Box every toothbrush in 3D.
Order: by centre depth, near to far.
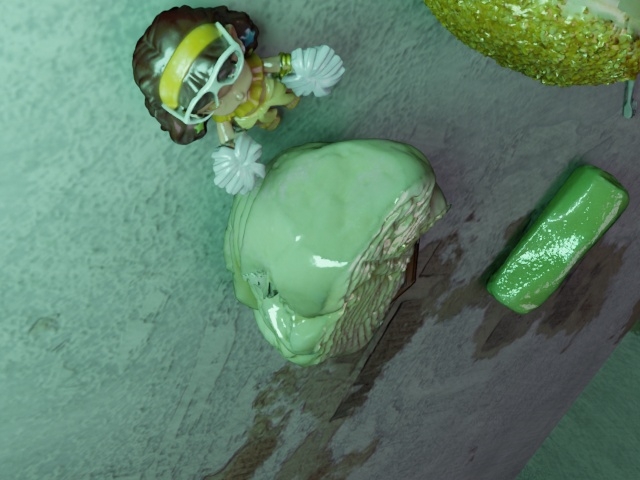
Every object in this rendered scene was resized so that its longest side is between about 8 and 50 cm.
[{"bbox_3d":[0.592,-0.323,1.414,0.024,0.021,0.288,-52,149,-12],"label":"toothbrush"}]

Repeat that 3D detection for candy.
[{"bbox_3d":[0.489,0.000,1.557,0.343,0.132,0.142,-52,-170,11],"label":"candy"}]

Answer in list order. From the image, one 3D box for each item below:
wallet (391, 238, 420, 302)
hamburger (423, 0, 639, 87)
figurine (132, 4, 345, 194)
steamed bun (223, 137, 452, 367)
[{"bbox_3d":[0.098,0.060,1.231,0.161,0.042,0.195,-35,146,-19],"label":"wallet"},{"bbox_3d":[0.252,-0.273,0.838,0.294,0.276,0.179,4,111,-46],"label":"hamburger"},{"bbox_3d":[-0.082,-0.147,0.730,0.175,0.116,0.240,-52,153,12],"label":"figurine"},{"bbox_3d":[0.000,0.000,0.907,0.275,0.206,0.320,-24,143,-57],"label":"steamed bun"}]
